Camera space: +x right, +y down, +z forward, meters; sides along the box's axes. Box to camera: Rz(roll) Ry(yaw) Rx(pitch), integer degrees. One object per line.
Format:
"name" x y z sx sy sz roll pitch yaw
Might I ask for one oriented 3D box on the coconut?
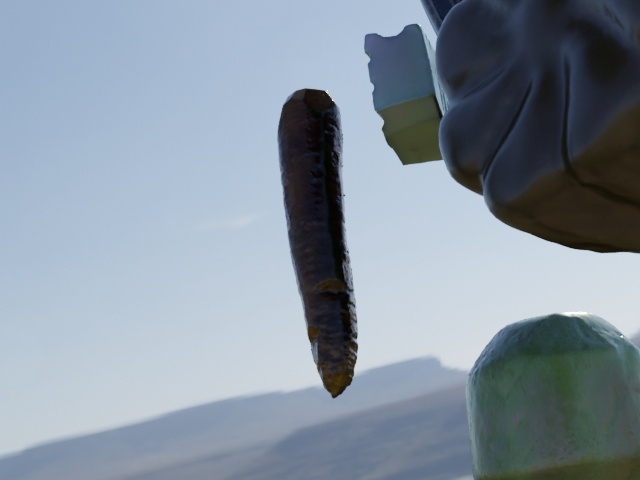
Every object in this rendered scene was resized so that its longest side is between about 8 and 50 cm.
"coconut" 0.346 0.272 1.761 0.281 0.328 0.328 3 -15 -29

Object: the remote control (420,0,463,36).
"remote control" 0.237 -0.360 2.108 0.090 0.265 0.066 -34 -24 34

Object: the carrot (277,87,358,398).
"carrot" 0.000 0.000 1.156 0.066 0.314 0.066 -5 -24 -2

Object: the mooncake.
"mooncake" 0.257 -0.175 1.083 0.201 0.378 0.378 8 -17 -27

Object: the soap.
"soap" 0.135 -0.195 1.714 0.091 0.145 0.230 -11 -12 14
